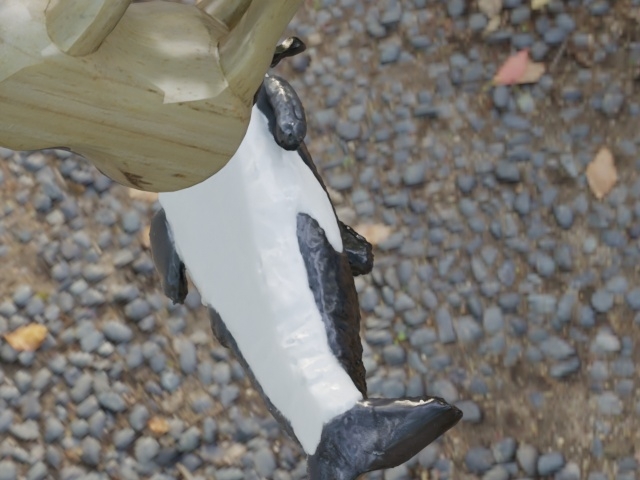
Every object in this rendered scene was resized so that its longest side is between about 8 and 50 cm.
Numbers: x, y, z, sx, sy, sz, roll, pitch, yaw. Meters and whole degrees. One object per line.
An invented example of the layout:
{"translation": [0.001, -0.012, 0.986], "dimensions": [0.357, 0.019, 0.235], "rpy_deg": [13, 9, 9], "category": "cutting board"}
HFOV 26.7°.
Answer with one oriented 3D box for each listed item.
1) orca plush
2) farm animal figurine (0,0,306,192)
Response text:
{"translation": [0.000, 0.000, 0.705], "dimensions": [0.102, 0.151, 0.287], "rpy_deg": [2, 33, -35], "category": "orca plush"}
{"translation": [-0.181, -0.111, 0.385], "dimensions": [0.330, 0.327, 0.172], "rpy_deg": [43, 115, 1], "category": "farm animal figurine"}
